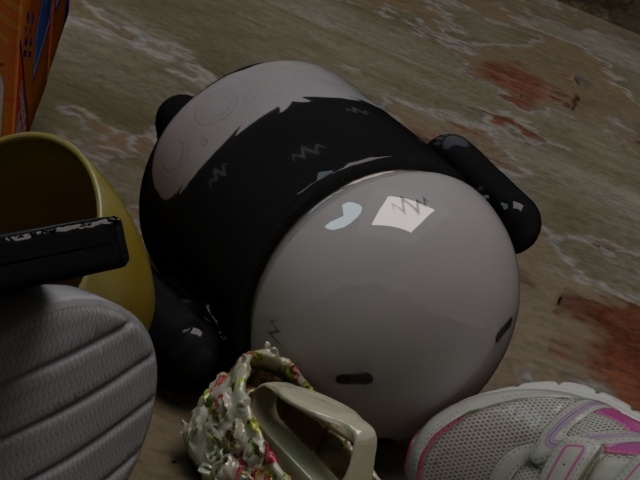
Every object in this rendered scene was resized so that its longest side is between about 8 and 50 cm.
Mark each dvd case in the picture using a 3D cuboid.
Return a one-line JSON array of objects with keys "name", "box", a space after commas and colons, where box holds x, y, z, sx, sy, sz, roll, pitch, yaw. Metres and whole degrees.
[{"name": "dvd case", "box": [-0.203, 0.022, 0.689, 0.180, 0.022, 0.253, -12, 3, -25]}]

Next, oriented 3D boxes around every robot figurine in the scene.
[{"name": "robot figurine", "box": [-0.001, 0.003, 0.999, 0.173, 0.209, 0.278, 35, 7, -42]}]

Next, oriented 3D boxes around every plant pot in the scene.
[{"name": "plant pot", "box": [-0.141, 0.024, 0.883, 0.134, 0.134, 0.095, 39, 1, 39]}]

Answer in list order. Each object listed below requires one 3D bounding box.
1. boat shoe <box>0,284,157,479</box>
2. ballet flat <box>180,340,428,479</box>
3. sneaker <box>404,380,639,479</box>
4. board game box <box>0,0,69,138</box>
[{"name": "boat shoe", "box": [-0.186, 0.076, 0.679, 0.119, 0.121, 0.335, 10, 8, 24]}, {"name": "ballet flat", "box": [0.016, 0.132, 0.814, 0.091, 0.077, 0.241, 0, 30, -48]}, {"name": "sneaker", "box": [0.156, 0.136, 0.844, 0.252, 0.103, 0.111, 11, 5, 21]}, {"name": "board game box", "box": [-0.327, -0.279, 0.998, 0.356, 0.356, 0.356, 6, 23, -5]}]
